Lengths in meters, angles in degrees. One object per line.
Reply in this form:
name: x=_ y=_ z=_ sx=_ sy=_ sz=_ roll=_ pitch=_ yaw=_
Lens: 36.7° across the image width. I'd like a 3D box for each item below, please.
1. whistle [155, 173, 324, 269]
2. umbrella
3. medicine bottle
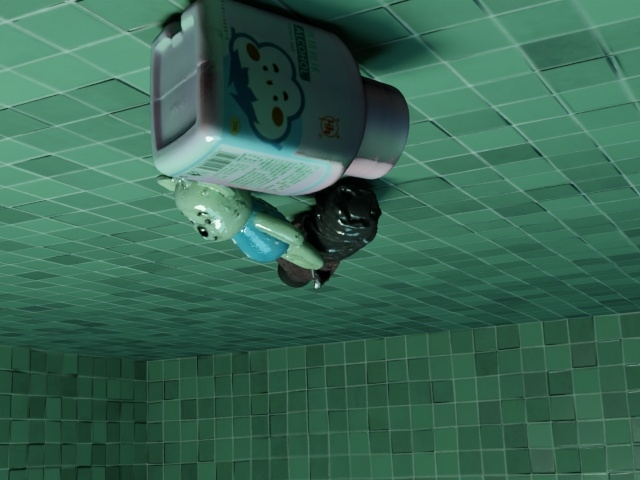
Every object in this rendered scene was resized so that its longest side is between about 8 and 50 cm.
whistle: x=-0.081 y=-0.016 z=1.098 sx=0.114 sy=0.077 sz=0.235 roll=3 pitch=157 yaw=43
umbrella: x=0.000 y=0.000 z=1.256 sx=0.090 sy=0.094 sz=0.326 roll=-45 pitch=-179 yaw=-22
medicine bottle: x=-0.028 y=-0.100 z=0.732 sx=0.187 sy=0.119 sz=0.094 roll=8 pitch=160 yaw=-36
